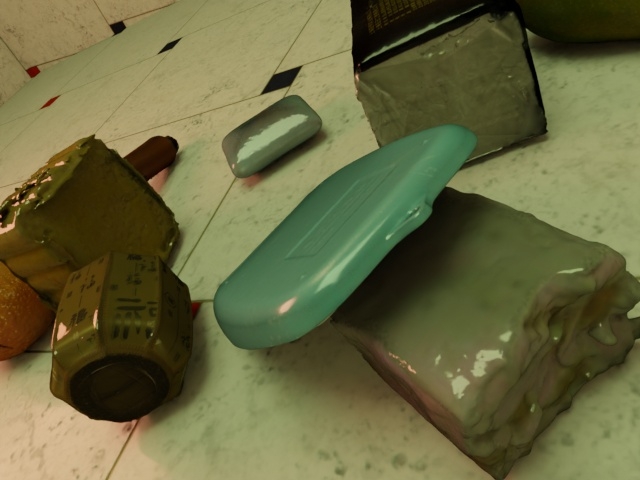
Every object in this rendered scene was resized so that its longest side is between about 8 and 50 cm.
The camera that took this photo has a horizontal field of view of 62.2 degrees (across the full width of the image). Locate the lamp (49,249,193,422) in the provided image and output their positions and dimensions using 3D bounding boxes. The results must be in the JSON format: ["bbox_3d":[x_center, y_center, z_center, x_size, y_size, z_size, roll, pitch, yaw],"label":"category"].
[{"bbox_3d":[-0.234,0.109,0.634,0.161,0.161,0.185,-29,34,6],"label":"lamp"}]

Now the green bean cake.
[{"bbox_3d":[-0.347,-0.014,0.797,0.131,0.229,0.224,-17,36,32],"label":"green bean cake"}]

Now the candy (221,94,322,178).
[{"bbox_3d":[-0.089,-0.186,0.926,0.174,0.071,0.138,-32,36,1],"label":"candy"}]

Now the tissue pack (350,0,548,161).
[{"bbox_3d":[0.153,-0.279,0.744,0.210,0.198,0.370,-21,38,21],"label":"tissue pack"}]

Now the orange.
[{"bbox_3d":[-0.521,0.098,0.854,0.193,0.161,0.193,-26,41,25],"label":"orange"}]

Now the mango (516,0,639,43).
[{"bbox_3d":[0.385,-0.323,0.686,0.289,0.129,0.146,24,62,39],"label":"mango"}]

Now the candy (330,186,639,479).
[{"bbox_3d":[0.127,0.060,0.430,0.185,0.137,0.195,-41,35,-10],"label":"candy"}]

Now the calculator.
[{"bbox_3d":[0.000,0.000,0.522,0.256,0.054,0.386,-47,12,-18],"label":"calculator"}]

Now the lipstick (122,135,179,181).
[{"bbox_3d":[-0.387,-0.100,0.982,0.077,0.077,0.418,-12,26,27],"label":"lipstick"}]
